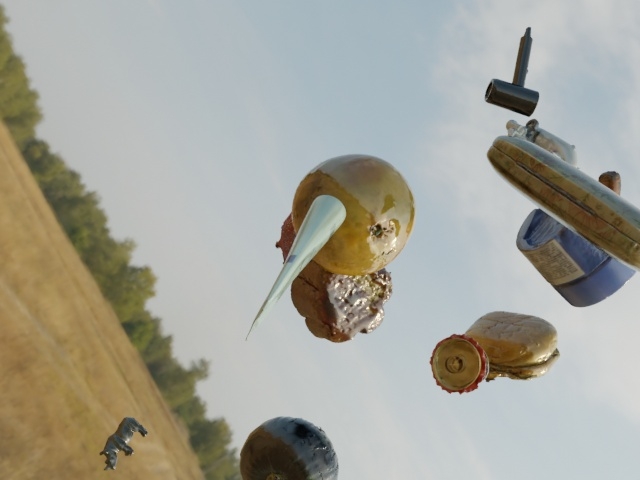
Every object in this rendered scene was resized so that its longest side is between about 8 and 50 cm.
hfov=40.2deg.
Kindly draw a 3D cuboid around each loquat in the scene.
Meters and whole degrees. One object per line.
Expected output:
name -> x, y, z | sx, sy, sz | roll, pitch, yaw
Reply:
loquat -> 0.072, -0.055, 1.842 | 0.263, 0.263, 0.263 | 56, -15, 24

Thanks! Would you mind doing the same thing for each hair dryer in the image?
hair dryer -> 0.505, -0.449, 2.269 | 0.070, 0.128, 0.255 | 120, -17, -68

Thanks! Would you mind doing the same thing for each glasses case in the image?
glasses case -> 0.455, -0.070, 1.554 | 0.156, 0.098, 0.425 | 20, 17, -39

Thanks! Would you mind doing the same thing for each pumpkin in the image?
pumpkin -> -0.070, 0.510, 1.986 | 0.233, 0.163, 0.233 | 8, -73, 26

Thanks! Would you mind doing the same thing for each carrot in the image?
carrot -> 0.690, -0.085, 2.090 | 0.055, 0.055, 0.161 | 177, -85, -75

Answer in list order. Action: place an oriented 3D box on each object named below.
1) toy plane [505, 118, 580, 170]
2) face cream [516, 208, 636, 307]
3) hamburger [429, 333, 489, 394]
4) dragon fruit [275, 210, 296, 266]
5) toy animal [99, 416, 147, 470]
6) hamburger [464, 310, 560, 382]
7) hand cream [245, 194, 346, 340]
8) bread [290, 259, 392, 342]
toy plane -> 0.591, -0.224, 2.292 | 0.267, 0.122, 0.267 | 35, 14, -10
face cream -> 0.656, 0.009, 2.222 | 0.225, 0.249, 0.249 | 43, -10, -13
hamburger -> 0.406, 0.352, 2.512 | 0.175, 0.175, 0.137 | 58, 17, 18
dragon fruit -> 0.000, 0.000, 2.235 | 0.189, 0.262, 0.163 | 55, -16, -28
toy animal -> -0.449, 0.459, 1.968 | 0.065, 0.135, 0.047 | 42, -32, -13
hamburger -> 0.609, 0.337, 2.796 | 0.318, 0.319, 0.158 | -146, -135, -62
hand cream -> -0.041, 0.038, 1.545 | 0.067, 0.320, 0.109 | 31, -39, 0
bread -> 0.055, 0.110, 2.017 | 0.135, 0.232, 0.246 | 36, -30, 59
